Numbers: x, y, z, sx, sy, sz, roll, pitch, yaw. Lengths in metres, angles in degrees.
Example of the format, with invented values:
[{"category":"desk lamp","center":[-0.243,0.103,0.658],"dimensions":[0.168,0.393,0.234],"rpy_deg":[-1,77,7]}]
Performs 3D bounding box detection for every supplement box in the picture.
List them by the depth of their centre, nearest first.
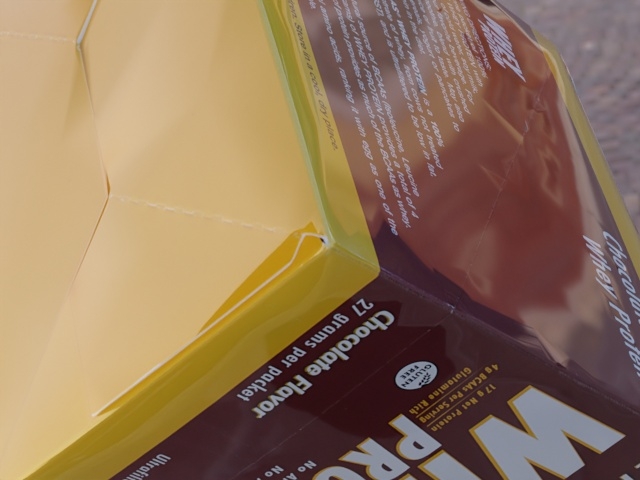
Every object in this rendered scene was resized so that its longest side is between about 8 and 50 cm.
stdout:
[{"category":"supplement box","center":[0.000,0.000,0.565],"dimensions":[0.129,0.194,0.191],"rpy_deg":[-38,47,25]}]
